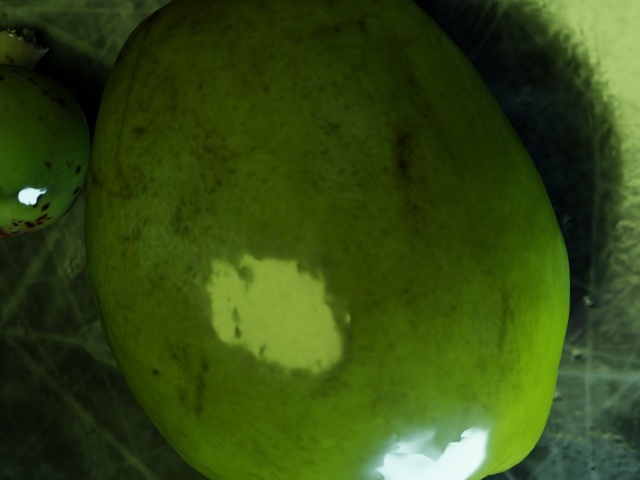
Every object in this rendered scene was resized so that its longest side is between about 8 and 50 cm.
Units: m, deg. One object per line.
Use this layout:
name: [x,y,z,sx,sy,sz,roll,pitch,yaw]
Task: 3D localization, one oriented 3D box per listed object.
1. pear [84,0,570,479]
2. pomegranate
pear: [0.000,0.000,0.726,0.253,0.253,0.307,-17,92,25]
pomegranate: [-0.204,-0.061,0.857,0.130,0.130,0.130,7,111,19]
